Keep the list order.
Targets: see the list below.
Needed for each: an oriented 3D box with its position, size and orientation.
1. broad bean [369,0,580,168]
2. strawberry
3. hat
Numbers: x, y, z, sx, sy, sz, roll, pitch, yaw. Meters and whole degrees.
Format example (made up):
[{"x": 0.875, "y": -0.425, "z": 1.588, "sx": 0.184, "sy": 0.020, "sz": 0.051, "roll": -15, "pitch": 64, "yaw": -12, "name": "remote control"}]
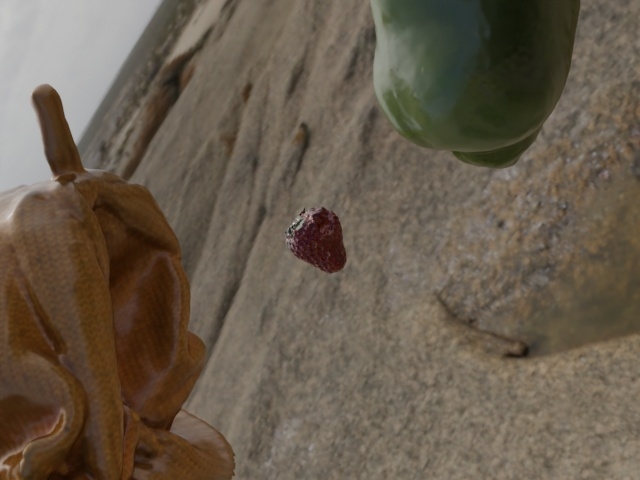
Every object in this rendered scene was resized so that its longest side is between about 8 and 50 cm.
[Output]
[{"x": 0.075, "y": -0.121, "z": 0.376, "sx": 0.082, "sy": 0.124, "sz": 0.175, "roll": 19, "pitch": 113, "yaw": 51, "name": "broad bean"}, {"x": 0.000, "y": 0.000, "z": 0.922, "sx": 0.073, "sy": 0.083, "sz": 0.073, "roll": -44, "pitch": 16, "yaw": 16, "name": "strawberry"}, {"x": -0.160, "y": 0.029, "z": 0.454, "sx": 0.244, "sy": 0.233, "sz": 0.233, "roll": -85, "pitch": -1, "yaw": -75, "name": "hat"}]
